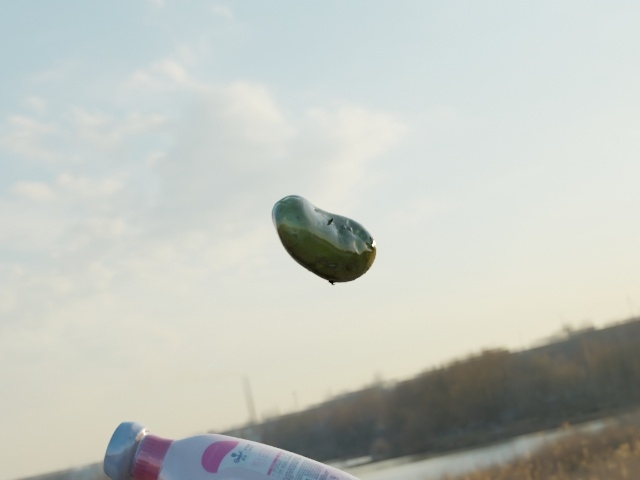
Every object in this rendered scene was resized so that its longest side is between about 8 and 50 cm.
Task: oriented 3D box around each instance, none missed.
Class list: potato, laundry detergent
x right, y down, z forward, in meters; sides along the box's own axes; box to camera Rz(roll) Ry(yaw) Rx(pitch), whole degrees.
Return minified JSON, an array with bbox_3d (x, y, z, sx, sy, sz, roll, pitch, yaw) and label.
[{"bbox_3d":[0.000,0.000,1.480,0.138,0.092,0.070,26,-59,-19],"label":"potato"},{"bbox_3d":[-0.108,0.314,1.600,0.335,0.088,0.159,16,37,10],"label":"laundry detergent"}]
